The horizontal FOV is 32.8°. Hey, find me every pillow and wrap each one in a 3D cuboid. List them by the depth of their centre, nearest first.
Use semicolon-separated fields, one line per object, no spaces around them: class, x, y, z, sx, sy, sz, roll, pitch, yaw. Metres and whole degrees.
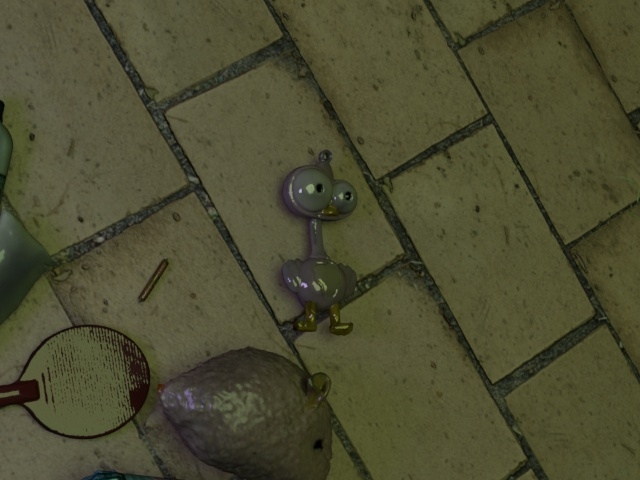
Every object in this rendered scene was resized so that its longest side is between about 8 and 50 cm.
pillow;-0.573;0.079;1.853;0.254;0.078;0.144;-53;127;-25

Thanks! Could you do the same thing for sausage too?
sausage;-0.308;0.074;2.011;0.015;0.015;0.100;36;68;-12

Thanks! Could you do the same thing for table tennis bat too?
table tennis bat;-0.448;0.253;1.905;0.310;0.038;0.200;-7;82;-24

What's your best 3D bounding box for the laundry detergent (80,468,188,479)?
laundry detergent;-0.285;0.528;1.782;0.305;0.287;0.287;11;75;-21

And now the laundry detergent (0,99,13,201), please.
laundry detergent;-0.595;-0.143;1.907;0.099;0.070;0.226;11;76;-13

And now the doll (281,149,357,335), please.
doll;0.000;0.000;2.111;0.160;0.094;0.365;7;77;-24

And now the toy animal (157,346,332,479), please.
toy animal;-0.123;0.306;1.940;0.358;0.188;0.226;28;77;-28
